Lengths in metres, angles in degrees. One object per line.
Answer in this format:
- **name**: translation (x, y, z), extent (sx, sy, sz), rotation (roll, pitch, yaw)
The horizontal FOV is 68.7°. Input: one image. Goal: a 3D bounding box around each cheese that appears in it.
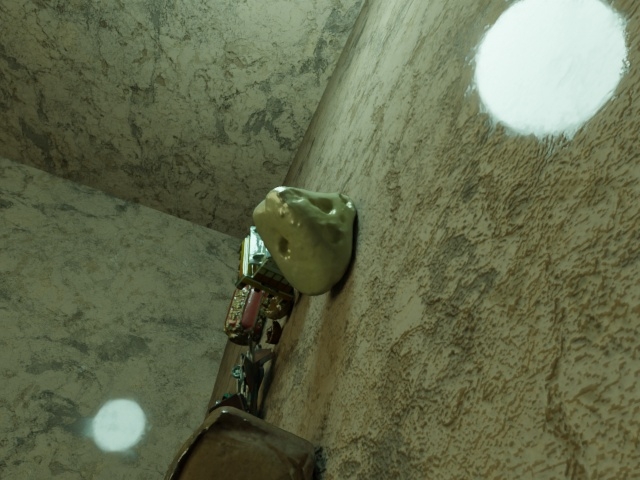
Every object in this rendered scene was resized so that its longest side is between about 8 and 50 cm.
- **cheese**: translation (0.001, 0.000, 1.107), extent (0.174, 0.252, 0.247), rotation (-41, 65, 43)

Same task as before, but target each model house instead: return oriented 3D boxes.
- **model house**: translation (-0.132, 0.052, 1.436), extent (0.215, 0.199, 0.224), rotation (-51, 27, 31)

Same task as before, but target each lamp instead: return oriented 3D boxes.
- **lamp**: translation (-0.308, 0.302, 1.974), extent (0.177, 0.177, 0.273), rotation (128, 157, -57)

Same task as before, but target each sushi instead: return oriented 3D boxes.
- **sushi**: translation (-0.157, 0.308, 1.540), extent (0.050, 0.047, 0.099), rotation (-111, 40, -68)

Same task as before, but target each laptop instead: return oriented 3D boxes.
- **laptop**: translation (-0.257, 0.541, 1.373), extent (0.207, 0.026, 0.153), rotation (-41, 63, 41)

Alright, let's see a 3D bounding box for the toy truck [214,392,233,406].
- **toy truck**: translation (-0.334, 0.649, 1.664), extent (0.116, 0.110, 0.215), rotation (-49, -22, -86)

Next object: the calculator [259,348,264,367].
- **calculator**: translation (-0.243, 0.469, 1.709), extent (0.190, 0.034, 0.126), rotation (131, 154, -63)

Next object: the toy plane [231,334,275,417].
- **toy plane**: translation (-0.221, 0.465, 1.434), extent (0.223, 0.105, 0.326), rotation (72, -153, -63)

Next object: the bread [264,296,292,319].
- **bread**: translation (-0.131, 0.208, 1.521), extent (0.060, 0.082, 0.113), rotation (63, -149, -43)

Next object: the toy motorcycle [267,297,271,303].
- **toy motorcycle**: translation (-0.156, 0.164, 1.761), extent (0.100, 0.058, 0.173), rotation (-74, 11, -55)

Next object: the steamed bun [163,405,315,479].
- **steamed bun**: translation (-0.146, 0.456, 0.802), extent (0.199, 0.252, 0.301), rotation (110, 180, -71)
